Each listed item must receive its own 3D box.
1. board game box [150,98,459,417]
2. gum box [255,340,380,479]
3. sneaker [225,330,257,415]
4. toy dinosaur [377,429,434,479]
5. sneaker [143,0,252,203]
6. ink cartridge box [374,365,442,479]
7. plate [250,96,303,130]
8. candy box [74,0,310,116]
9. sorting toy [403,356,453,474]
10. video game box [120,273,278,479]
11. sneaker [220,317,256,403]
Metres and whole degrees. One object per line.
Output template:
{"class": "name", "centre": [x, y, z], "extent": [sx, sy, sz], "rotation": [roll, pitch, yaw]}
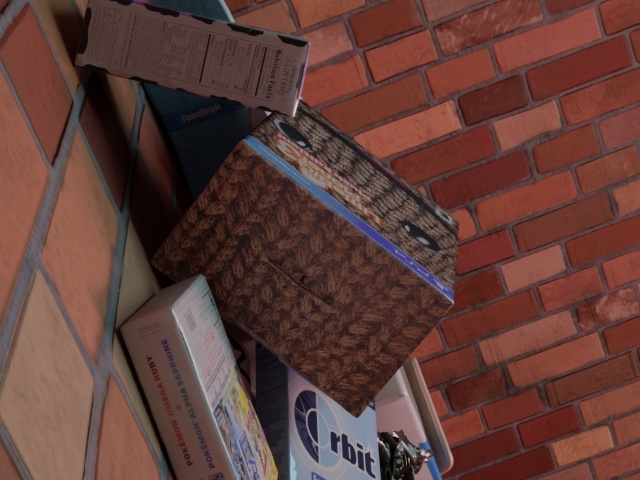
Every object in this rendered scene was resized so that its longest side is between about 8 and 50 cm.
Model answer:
{"class": "board game box", "centre": [0.000, 0.000, 1.220], "extent": [0.232, 0.141, 0.291], "rotation": [37, 16, -4]}
{"class": "gum box", "centre": [-0.001, 0.195, 1.199], "extent": [0.157, 0.041, 0.184], "rotation": [39, 37, -42]}
{"class": "sneaker", "centre": [-0.081, 0.133, 1.174], "extent": [0.044, 0.040, 0.109], "rotation": [41, 29, -81]}
{"class": "toy dinosaur", "centre": [0.041, 0.310, 1.342], "extent": [0.322, 0.164, 0.218], "rotation": [90, 2, -45]}
{"class": "sneaker", "centre": [-0.141, -0.186, 1.572], "extent": [0.208, 0.127, 0.319], "rotation": [-99, 178, -70]}
{"class": "ink cartridge box", "centre": [0.018, 0.148, 1.784], "extent": [0.285, 0.166, 0.395], "rotation": [67, 4, -51]}
{"class": "plate", "centre": [-0.003, -0.057, 1.510], "extent": [0.278, 0.045, 0.277], "rotation": [61, 11, -8]}
{"class": "candy box", "centre": [-0.110, -0.172, 1.162], "extent": [0.165, 0.196, 0.070], "rotation": [-101, -157, -80]}
{"class": "sorting toy", "centre": [0.085, 0.297, 1.885], "extent": [0.038, 0.208, 0.193], "rotation": [31, 31, -45]}
{"class": "video game box", "centre": [-0.087, 0.130, 0.979], "extent": [0.205, 0.048, 0.187], "rotation": [-78, 145, -85]}
{"class": "sneaker", "centre": [-0.046, 0.107, 1.404], "extent": [0.292, 0.108, 0.169], "rotation": [64, 9, -55]}
